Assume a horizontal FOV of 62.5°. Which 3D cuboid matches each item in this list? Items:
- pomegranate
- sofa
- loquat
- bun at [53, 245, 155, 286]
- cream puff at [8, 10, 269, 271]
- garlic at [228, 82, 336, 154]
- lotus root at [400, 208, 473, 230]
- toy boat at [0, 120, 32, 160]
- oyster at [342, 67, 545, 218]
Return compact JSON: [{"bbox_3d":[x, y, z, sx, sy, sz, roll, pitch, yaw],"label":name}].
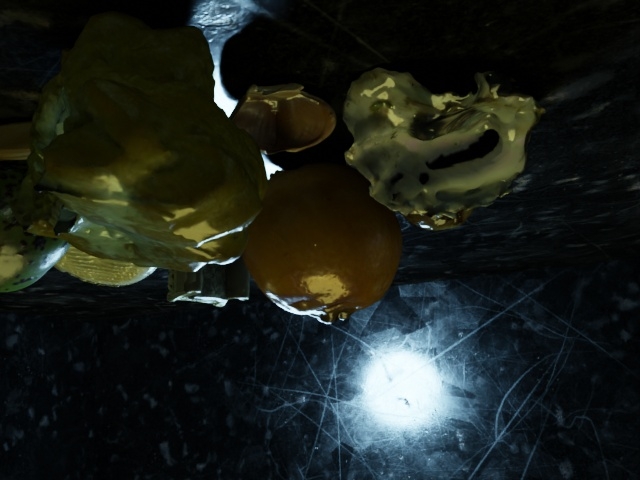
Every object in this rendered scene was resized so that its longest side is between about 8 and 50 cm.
[{"bbox_3d":[-0.557,-0.022,0.890,0.254,0.254,0.270,-2,-150,-7],"label":"pomegranate"},{"bbox_3d":[-0.310,0.084,1.549,0.182,0.200,0.258,-9,164,30],"label":"sofa"},{"bbox_3d":[0.000,0.000,1.045,0.329,0.328,0.328,-4,166,-1],"label":"loquat"},{"bbox_3d":[-0.467,-0.025,1.126,0.287,0.146,0.287,5,138,4],"label":"bun"},{"bbox_3d":[-0.191,-0.105,0.632,0.274,0.269,0.323,29,158,-34],"label":"cream puff"},{"bbox_3d":[-0.062,-0.171,0.787,0.175,0.099,0.124,-2,-179,-9],"label":"garlic"},{"bbox_3d":[0.202,-0.101,1.001,0.145,0.128,0.260,-22,-159,-1],"label":"lotus root"},{"bbox_3d":[-0.443,-0.153,0.831,0.201,0.057,0.077,-4,173,2],"label":"toy boat"},{"bbox_3d":[0.203,-0.158,0.812,0.351,0.114,0.237,-15,131,-17],"label":"oyster"}]
